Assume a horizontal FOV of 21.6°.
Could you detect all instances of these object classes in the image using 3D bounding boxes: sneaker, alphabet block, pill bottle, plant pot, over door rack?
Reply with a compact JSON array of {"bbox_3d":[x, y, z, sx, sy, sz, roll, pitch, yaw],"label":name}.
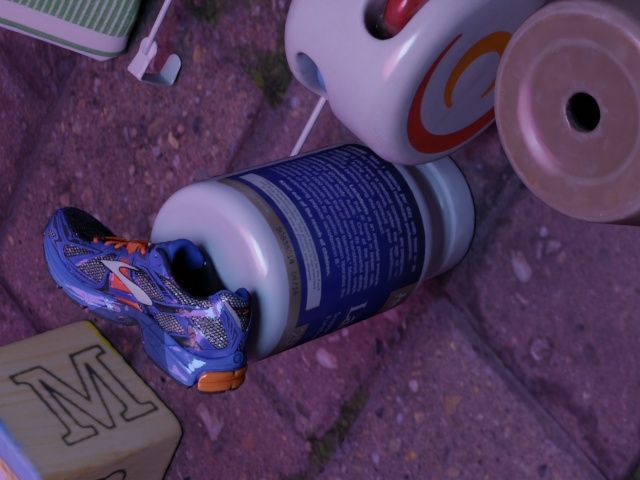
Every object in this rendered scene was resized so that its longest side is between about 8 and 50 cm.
[{"bbox_3d":[-0.129,0.029,1.315,0.221,0.083,0.087,34,112,27],"label":"sneaker"},{"bbox_3d":[-0.302,0.231,1.834,0.193,0.197,0.192,46,131,25],"label":"alphabet block"},{"bbox_3d":[0.000,0.000,1.413,0.153,0.264,0.153,18,116,41],"label":"pill bottle"},{"bbox_3d":[0.246,-0.104,1.165,0.263,0.229,0.263,17,116,40],"label":"plant pot"},{"bbox_3d":[-0.065,-0.212,1.523,0.239,0.108,0.324,42,129,28],"label":"over door rack"}]

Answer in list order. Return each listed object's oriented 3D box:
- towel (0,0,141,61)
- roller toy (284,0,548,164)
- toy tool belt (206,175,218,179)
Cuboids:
[{"bbox_3d":[-0.275,-0.321,1.610,0.247,0.038,0.325,20,138,-1],"label":"towel"},{"bbox_3d":[0.075,-0.173,1.335,0.146,0.191,0.209,44,130,27],"label":"roller toy"},{"bbox_3d":[-0.100,-0.029,1.655,0.083,0.051,0.052,49,131,22],"label":"toy tool belt"}]
